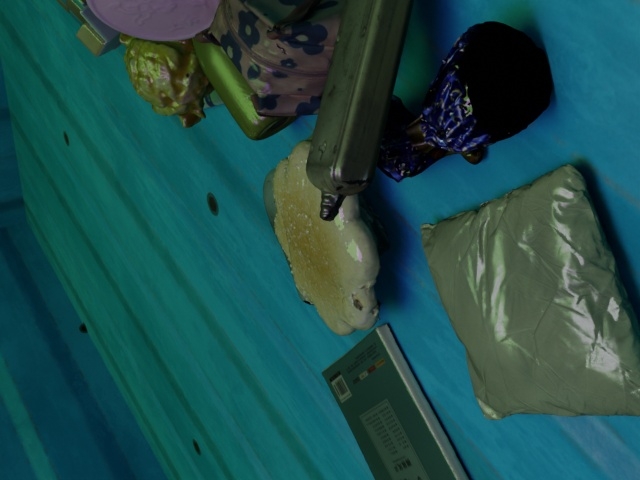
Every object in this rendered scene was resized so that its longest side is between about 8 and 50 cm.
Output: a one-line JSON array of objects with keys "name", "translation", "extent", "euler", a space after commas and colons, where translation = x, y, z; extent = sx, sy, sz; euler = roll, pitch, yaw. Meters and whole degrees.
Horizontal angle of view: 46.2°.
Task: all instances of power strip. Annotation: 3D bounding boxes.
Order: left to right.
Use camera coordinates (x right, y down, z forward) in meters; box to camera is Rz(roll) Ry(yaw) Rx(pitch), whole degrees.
[{"name": "power strip", "translation": [0.056, -0.210, 0.866], "extent": [0.092, 0.066, 0.387], "euler": [16, 92, 66]}]

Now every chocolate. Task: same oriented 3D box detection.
[{"name": "chocolate", "translation": [0.127, -0.132, 0.903], "extent": [0.148, 0.126, 0.343], "euler": [33, 159, -16]}]

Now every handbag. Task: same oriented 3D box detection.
[{"name": "handbag", "translation": [-0.042, -0.287, 1.007], "extent": [0.251, 0.193, 0.190], "euler": [50, 141, 30]}]

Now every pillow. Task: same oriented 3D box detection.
[{"name": "pillow", "translation": [0.025, -0.061, 1.177], "extent": [0.148, 0.050, 0.229], "euler": [-43, 67, 54]}, {"name": "pillow", "translation": [0.236, 0.079, 0.878], "extent": [0.281, 0.076, 0.274], "euler": [-26, 83, 60]}]

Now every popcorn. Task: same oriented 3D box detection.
[{"name": "popcorn", "translation": [-0.249, -0.305, 1.316], "extent": [0.167, 0.187, 0.185], "euler": [-6, 74, 34]}]

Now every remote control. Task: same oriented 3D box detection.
[{"name": "remote control", "translation": [-0.051, -0.004, 1.341], "extent": [0.097, 0.045, 0.256], "euler": [-9, 102, 61]}]

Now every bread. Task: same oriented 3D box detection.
[{"name": "bread", "translation": [0.000, 0.000, 1.156], "extent": [0.316, 0.054, 0.316], "euler": [48, 149, 43]}]

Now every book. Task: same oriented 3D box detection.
[{"name": "book", "translation": [0.136, 0.349, 1.250], "extent": [0.379, 0.031, 0.264], "euler": [62, 150, 14]}]

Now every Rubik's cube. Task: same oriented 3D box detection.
[{"name": "Rubik's cube", "translation": [-0.385, -0.493, 1.449], "extent": [0.213, 0.265, 0.224], "euler": [46, 170, -6]}]

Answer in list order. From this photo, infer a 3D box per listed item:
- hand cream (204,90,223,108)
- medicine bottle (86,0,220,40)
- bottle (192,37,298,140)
[{"name": "hand cream", "translation": [-0.235, -0.308, 1.480], "extent": [0.321, 0.067, 0.109], "euler": [-3, 103, 52]}, {"name": "medicine bottle", "translation": [-0.236, -0.483, 1.106], "extent": [0.202, 0.202, 0.315], "euler": [147, 124, -60]}, {"name": "bottle", "translation": [-0.136, -0.293, 1.207], "extent": [0.260, 0.112, 0.112], "euler": [57, 149, 4]}]
